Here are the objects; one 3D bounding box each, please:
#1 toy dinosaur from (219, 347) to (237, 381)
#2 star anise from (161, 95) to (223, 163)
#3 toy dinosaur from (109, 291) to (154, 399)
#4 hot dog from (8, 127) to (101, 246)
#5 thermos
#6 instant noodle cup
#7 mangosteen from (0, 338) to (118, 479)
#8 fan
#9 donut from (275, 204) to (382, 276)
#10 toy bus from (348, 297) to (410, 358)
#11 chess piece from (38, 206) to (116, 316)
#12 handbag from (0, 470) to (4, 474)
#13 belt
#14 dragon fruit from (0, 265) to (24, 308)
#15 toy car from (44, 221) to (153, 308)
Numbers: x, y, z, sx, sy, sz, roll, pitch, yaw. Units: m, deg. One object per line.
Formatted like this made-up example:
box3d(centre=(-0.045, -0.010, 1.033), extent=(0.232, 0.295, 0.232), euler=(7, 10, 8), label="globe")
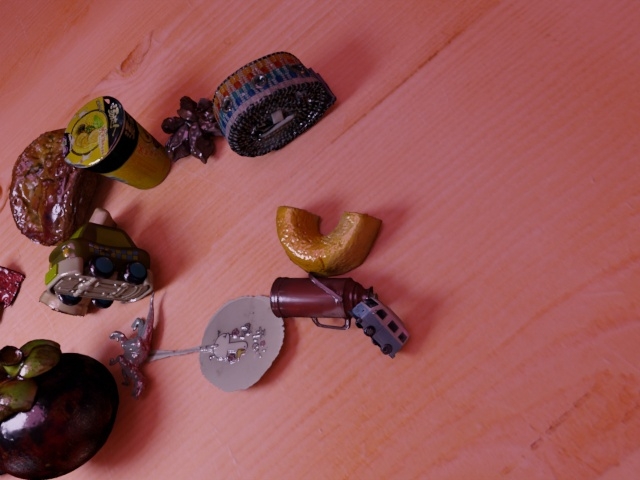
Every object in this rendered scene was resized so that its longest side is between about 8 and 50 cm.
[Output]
box3d(centre=(-0.197, 0.292, 1.111), extent=(0.060, 0.029, 0.120), euler=(-36, 55, -10), label="toy dinosaur")
box3d(centre=(-0.377, -0.326, 1.362), extent=(0.220, 0.099, 0.214), euler=(23, 72, 28), label="star anise")
box3d(centre=(-0.457, 0.258, 1.210), extent=(0.167, 0.053, 0.242), euler=(24, 78, 27), label="toy dinosaur")
box3d(centre=(-0.795, -0.174, 1.439), extent=(0.266, 0.174, 0.388), euler=(9, 75, 23), label="hot dog")
box3d(centre=(0.012, 0.130, 1.034), extent=(0.232, 0.099, 0.124), euler=(-1, 85, 23), label="thermos")
box3d(centre=(-0.556, -0.252, 1.330), extent=(0.215, 0.236, 0.216), euler=(-8, 68, 21), label="instant noodle cup")
box3d(centre=(-0.624, 0.390, 1.097), extent=(0.311, 0.311, 0.311), euler=(-8, 69, 20), label="mangosteen")
box3d(centre=(-0.269, 0.256, 1.139), extent=(0.414, 0.012, 0.233), euler=(-15, 55, 21), label="fan")
box3d(centre=(0.004, 0.005, 1.090), extent=(0.259, 0.101, 0.152), euler=(5, 79, 20), label="donut")
box3d(centre=(0.121, 0.171, 0.959), extent=(0.075, 0.123, 0.060), euler=(-44, 20, -5), label="toy bus")
box3d(centre=(-0.659, 0.055, 1.326), extent=(0.137, 0.137, 0.301), euler=(17, 79, 27), label="chess piece")
box3d(centre=(-0.850, 0.514, 1.278), extent=(0.246, 0.080, 0.223), euler=(-20, 58, 18), label="handbag")
box3d(centre=(-0.130, -0.358, 1.206), extent=(0.295, 0.207, 0.161), euler=(-34, 64, 7), label="belt")
box3d(centre=(-1.009, 0.175, 1.481), extent=(0.092, 0.122, 0.192), euler=(-22, 61, 59), label="dragon fruit")
box3d(centre=(-0.561, 0.049, 1.221), extent=(0.204, 0.247, 0.198), euler=(-32, 58, 33), label="toy car")
